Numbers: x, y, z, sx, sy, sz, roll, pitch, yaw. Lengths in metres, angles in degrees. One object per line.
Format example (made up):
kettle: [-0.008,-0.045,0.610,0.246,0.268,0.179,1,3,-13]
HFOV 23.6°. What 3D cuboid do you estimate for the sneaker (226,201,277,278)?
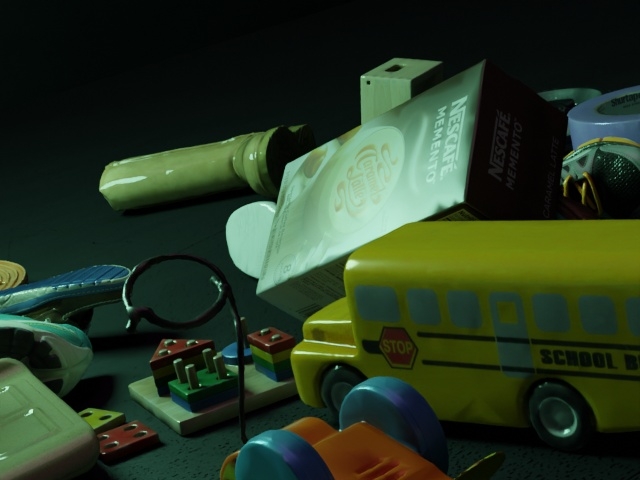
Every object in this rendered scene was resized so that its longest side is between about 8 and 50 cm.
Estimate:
sneaker: [0.000,0.000,1.543,0.212,0.080,0.094,1,2,41]

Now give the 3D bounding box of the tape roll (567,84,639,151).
tape roll: [0.361,-0.113,1.617,0.189,0.080,0.189,-13,15,3]

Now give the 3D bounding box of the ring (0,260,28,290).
ring: [-0.483,0.089,1.674,0.336,0.032,0.336,-12,15,3]

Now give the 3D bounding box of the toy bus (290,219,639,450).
toy bus: [0.128,0.058,1.047,0.332,0.130,0.108,0,19,41]

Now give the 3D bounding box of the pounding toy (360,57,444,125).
pounding toy: [0.101,-0.165,1.990,0.100,0.130,0.141,8,22,25]

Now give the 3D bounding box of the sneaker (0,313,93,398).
sneaker: [-0.333,0.110,1.350,0.275,0.107,0.110,2,11,13]

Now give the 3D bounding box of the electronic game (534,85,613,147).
electronic game: [0.265,-0.141,1.876,0.229,0.048,0.229,-13,15,4]

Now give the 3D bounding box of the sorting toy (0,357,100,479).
sorting toy: [-0.329,0.189,1.128,0.307,0.041,0.229,-24,20,-19]

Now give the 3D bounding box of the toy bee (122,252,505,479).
toy bee: [0.012,0.147,0.834,0.195,0.162,0.298,-9,37,-18]

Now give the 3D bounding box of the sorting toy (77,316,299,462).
sorting toy: [-0.087,0.103,1.237,0.274,0.046,0.132,-19,15,-21]

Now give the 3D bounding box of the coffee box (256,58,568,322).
coffee box: [0.071,-0.027,1.238,0.246,0.098,0.141,-25,43,44]

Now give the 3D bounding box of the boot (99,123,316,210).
boot: [-0.155,-0.082,1.956,0.269,0.089,0.236,-9,4,14]

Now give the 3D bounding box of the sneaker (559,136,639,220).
sneaker: [0.223,-0.037,1.455,0.215,0.084,0.083,-16,10,33]

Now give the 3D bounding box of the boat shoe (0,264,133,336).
boat shoe: [-0.252,0.070,1.467,0.183,0.066,0.066,-12,11,27]

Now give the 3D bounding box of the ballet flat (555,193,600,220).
ballet flat: [0.162,0.009,1.309,0.124,0.116,0.342,1,1,-33]

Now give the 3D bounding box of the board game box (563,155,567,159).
board game box: [0.205,-0.080,1.589,0.133,0.033,0.168,-4,-10,-21]
